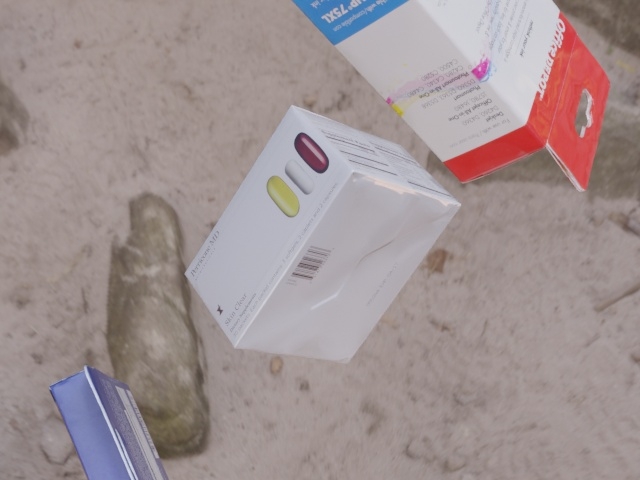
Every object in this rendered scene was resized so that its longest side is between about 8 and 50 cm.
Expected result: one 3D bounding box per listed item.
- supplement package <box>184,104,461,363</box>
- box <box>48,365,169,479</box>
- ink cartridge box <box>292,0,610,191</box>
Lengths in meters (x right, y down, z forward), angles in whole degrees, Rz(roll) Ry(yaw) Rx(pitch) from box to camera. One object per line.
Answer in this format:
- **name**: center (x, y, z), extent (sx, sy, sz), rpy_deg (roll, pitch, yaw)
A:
- **supplement package**: center (0.000, 0.000, 1.337), extent (0.262, 0.204, 0.145), rpy_deg (-56, 48, 18)
- **box**: center (-0.133, 0.159, 0.746), extent (0.036, 0.225, 0.136), rpy_deg (-24, 81, -9)
- **ink cartridge box**: center (0.098, -0.138, 0.749), extent (0.231, 0.078, 0.134), rpy_deg (45, 46, -23)
